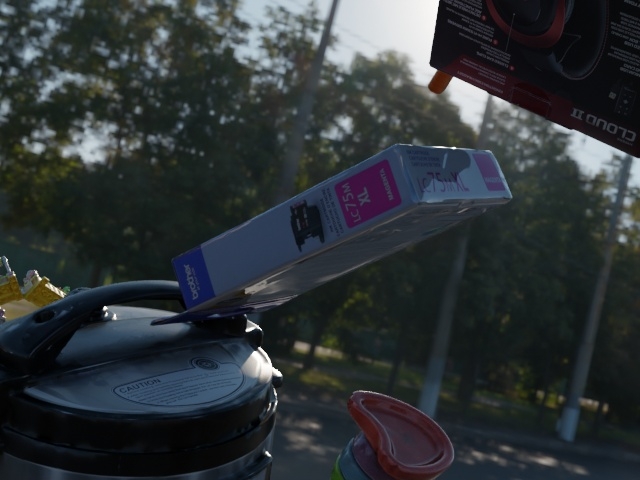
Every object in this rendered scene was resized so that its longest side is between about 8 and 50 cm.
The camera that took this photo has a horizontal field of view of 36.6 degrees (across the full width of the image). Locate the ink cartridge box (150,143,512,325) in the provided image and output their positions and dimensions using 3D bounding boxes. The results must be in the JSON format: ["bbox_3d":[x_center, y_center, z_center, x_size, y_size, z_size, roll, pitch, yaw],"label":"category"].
[{"bbox_3d":[0.000,0.000,0.901,0.311,0.065,0.186,-28,-13,32],"label":"ink cartridge box"}]

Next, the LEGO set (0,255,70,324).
[{"bbox_3d":[-0.482,0.087,1.545,0.287,0.132,0.107,0,28,-30],"label":"LEGO set"}]

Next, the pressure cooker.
[{"bbox_3d":[-0.243,0.251,1.143,0.375,0.420,0.370,9,14,1],"label":"pressure cooker"}]

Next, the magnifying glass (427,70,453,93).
[{"bbox_3d":[0.186,-0.263,1.142,0.026,0.092,0.231,37,-43,8],"label":"magnifying glass"}]

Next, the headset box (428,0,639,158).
[{"bbox_3d":[0.221,-0.223,0.814,0.218,0.110,0.293,28,-39,23],"label":"headset box"}]

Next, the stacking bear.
[{"bbox_3d":[0.071,0.405,1.518,0.164,0.289,0.175,13,27,-34],"label":"stacking bear"}]
